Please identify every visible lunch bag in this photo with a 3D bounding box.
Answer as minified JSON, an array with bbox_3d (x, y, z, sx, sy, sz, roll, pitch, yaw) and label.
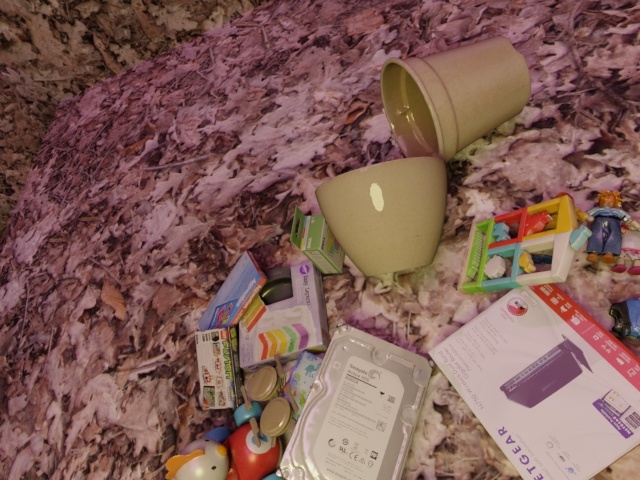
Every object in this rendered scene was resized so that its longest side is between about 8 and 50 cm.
[{"bbox_3d":[-0.013,0.362,0.997,0.128,0.096,0.151,14,59,32],"label":"lunch bag"}]

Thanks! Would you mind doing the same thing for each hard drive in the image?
[{"bbox_3d":[0.081,0.373,0.891,0.236,0.064,0.339,22,63,9],"label":"hard drive"}]

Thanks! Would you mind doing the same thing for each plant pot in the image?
[{"bbox_3d":[0.374,-0.389,1.150,0.305,0.334,0.334,-25,52,-3],"label":"plant pot"}]

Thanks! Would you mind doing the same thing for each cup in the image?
[{"bbox_3d":[0.171,-0.041,1.044,0.330,0.331,0.237,-14,84,19],"label":"cup"}]

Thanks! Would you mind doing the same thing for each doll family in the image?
[{"bbox_3d":[0.590,-0.033,0.921,0.262,0.118,0.163,8,65,30],"label":"doll family"}]

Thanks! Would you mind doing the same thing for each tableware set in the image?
[{"bbox_3d":[-0.112,0.375,0.978,0.128,0.039,0.194,-44,33,2],"label":"tableware set"}]

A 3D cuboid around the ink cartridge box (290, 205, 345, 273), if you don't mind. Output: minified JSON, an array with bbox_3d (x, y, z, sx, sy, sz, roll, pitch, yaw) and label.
[{"bbox_3d":[0.000,0.000,1.137,0.062,0.209,0.109,-6,59,26],"label":"ink cartridge box"}]

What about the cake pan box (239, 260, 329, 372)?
[{"bbox_3d":[-0.106,0.202,1.159,0.245,0.070,0.267,-17,54,14],"label":"cake pan box"}]

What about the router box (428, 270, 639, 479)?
[{"bbox_3d":[0.440,0.277,0.831,0.301,0.082,0.336,-37,52,2],"label":"router box"}]

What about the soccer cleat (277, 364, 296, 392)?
[{"bbox_3d":[-0.086,0.352,1.082,0.035,0.029,0.083,29,81,32],"label":"soccer cleat"}]

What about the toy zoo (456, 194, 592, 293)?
[{"bbox_3d":[0.439,0.013,0.919,0.293,0.030,0.193,-23,40,57],"label":"toy zoo"}]

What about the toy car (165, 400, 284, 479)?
[{"bbox_3d":[-0.220,0.484,0.919,0.210,0.238,0.219,-41,48,8],"label":"toy car"}]

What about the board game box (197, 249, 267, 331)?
[{"bbox_3d":[-0.258,0.178,1.203,0.281,0.027,0.145,-54,39,13],"label":"board game box"}]

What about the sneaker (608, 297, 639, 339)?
[{"bbox_3d":[0.619,0.184,0.812,0.084,0.058,0.152,-12,52,13],"label":"sneaker"}]

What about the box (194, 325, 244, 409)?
[{"bbox_3d":[-0.272,0.341,1.126,0.113,0.036,0.207,-11,81,20],"label":"box"}]
